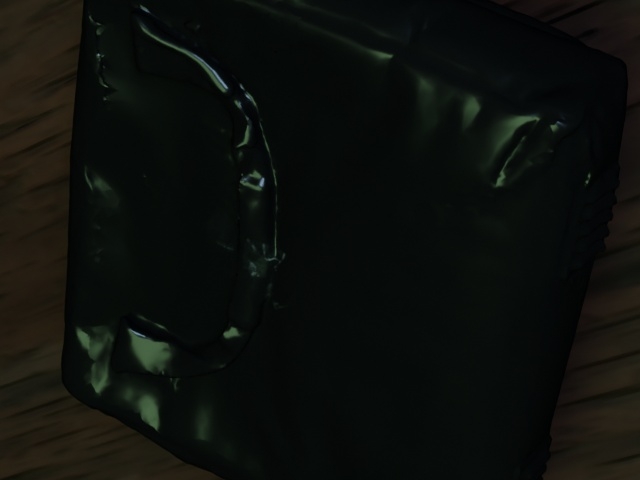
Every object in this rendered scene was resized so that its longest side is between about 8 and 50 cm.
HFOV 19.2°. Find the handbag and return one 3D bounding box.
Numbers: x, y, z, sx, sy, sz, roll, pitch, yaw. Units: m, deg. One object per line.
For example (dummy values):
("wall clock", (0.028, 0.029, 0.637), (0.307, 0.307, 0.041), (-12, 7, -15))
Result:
("handbag", (0.000, 0.000, 0.805), (0.244, 0.088, 0.275), (23, 131, 19))
